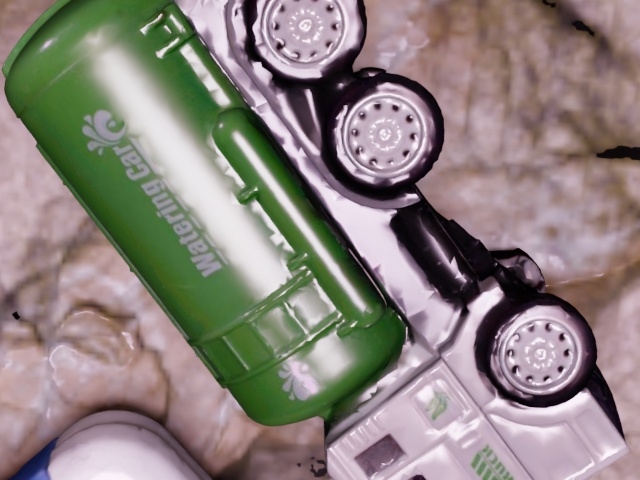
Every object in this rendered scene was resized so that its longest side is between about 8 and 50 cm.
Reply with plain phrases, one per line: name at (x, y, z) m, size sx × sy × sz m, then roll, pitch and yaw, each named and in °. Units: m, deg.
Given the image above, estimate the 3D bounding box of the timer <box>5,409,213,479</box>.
timer at (-0.061, 0.205, 0.425) m, size 0.178 × 0.078 × 0.253 m, roll -39°, pitch 101°, yaw 0°

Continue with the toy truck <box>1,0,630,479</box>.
toy truck at (0.000, 0.000, 0.387) m, size 0.125 × 0.101 × 0.242 m, roll -37°, pitch 99°, yaw 6°
